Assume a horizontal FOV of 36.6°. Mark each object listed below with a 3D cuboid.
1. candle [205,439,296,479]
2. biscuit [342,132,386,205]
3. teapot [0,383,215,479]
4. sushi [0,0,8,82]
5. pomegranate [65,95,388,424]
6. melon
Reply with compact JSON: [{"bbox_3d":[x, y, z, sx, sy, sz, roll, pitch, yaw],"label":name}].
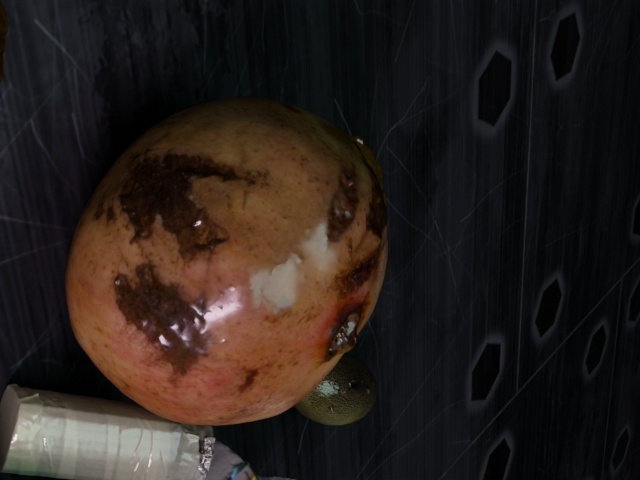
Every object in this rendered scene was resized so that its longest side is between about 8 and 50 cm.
[{"bbox_3d":[-0.139,0.310,1.044,0.330,0.187,0.188,-33,129,-46],"label":"candle"},{"bbox_3d":[0.001,0.001,1.211,0.296,0.075,0.296,-29,127,-47],"label":"biscuit"},{"bbox_3d":[-0.209,0.189,0.935,0.200,0.107,0.077,15,90,-28],"label":"teapot"},{"bbox_3d":[-0.297,-0.171,0.634,0.167,0.179,0.296,-41,110,-9],"label":"sushi"},{"bbox_3d":[-0.081,0.020,0.926,0.322,0.322,0.322,-28,125,-47],"label":"pomegranate"},{"bbox_3d":[0.012,0.195,1.288,0.162,0.099,0.099,20,87,-51],"label":"melon"}]
